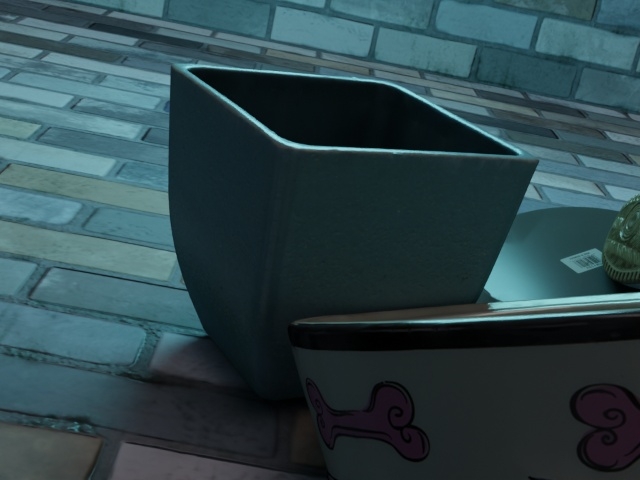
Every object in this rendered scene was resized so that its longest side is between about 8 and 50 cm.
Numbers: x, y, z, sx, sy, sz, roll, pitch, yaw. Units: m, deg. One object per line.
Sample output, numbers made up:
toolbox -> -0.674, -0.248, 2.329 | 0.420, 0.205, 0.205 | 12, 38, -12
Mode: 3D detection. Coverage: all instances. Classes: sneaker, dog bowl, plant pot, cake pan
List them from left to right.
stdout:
plant pot -> 0.000, 0.000, 0.911 | 0.247, 0.252, 0.248 | 0, 23, -30
cake pan -> 0.292, 0.043, 1.124 | 0.293, 0.054, 0.293 | -4, 30, 2
dog bowl -> 0.184, 0.113, 0.668 | 0.408, 0.150, 0.408 | -3, -3, 0
sneaker -> 0.392, 0.029, 0.986 | 0.153, 0.099, 0.282 | 22, 3, -8
